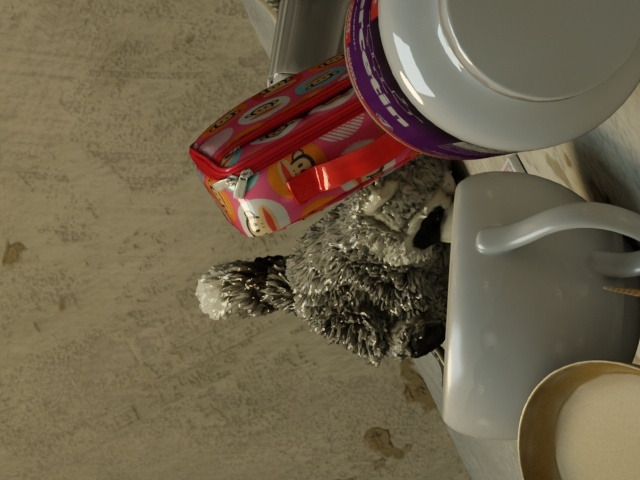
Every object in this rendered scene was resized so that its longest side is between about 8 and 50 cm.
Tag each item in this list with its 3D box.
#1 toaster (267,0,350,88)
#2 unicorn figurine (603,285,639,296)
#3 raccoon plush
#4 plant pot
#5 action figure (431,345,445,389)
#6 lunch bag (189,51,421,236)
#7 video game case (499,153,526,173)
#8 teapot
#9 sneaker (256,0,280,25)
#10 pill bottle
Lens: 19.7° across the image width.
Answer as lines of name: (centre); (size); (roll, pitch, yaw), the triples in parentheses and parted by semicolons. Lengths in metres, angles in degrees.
toaster: (0.004, -0.213, 2.296); (0.227, 0.129, 0.146); (75, -157, -65)
unicorn figurine: (0.305, 0.091, 1.431); (0.162, 0.060, 0.111); (38, 161, 38)
raccoon plush: (0.000, 0.000, 2.342); (0.216, 0.446, 0.299); (-84, -23, -44)
plant pot: (0.261, 0.197, 1.475); (0.236, 0.032, 0.236); (25, 129, 35)
action figure: (0.143, 0.079, 2.595); (0.275, 0.164, 0.141); (58, 172, -14)
lunch bag: (0.014, -0.112, 2.007); (0.120, 0.293, 0.258); (62, 172, -18)
video game case: (0.223, -0.027, 1.917); (0.122, 0.011, 0.087); (62, 176, 7)
teapot: (0.203, 0.057, 1.600); (0.256, 0.187, 0.252); (-73, -14, -72)
sneaker: (-0.060, -0.375, 2.321); (0.150, 0.135, 0.366); (57, 173, 24)
pill bottle: (0.119, -0.148, 1.250); (0.181, 0.181, 0.323); (63, 176, -3)
